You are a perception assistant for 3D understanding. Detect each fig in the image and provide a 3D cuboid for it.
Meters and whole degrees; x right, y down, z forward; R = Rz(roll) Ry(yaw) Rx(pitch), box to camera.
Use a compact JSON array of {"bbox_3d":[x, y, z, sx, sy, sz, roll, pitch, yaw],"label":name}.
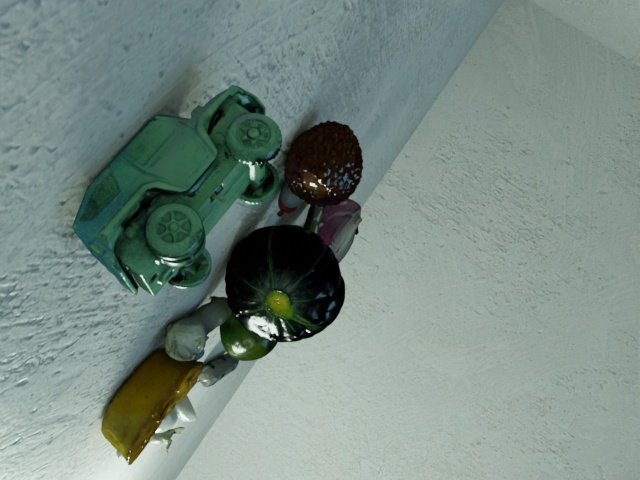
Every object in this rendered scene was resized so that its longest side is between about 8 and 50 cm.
[{"bbox_3d":[-0.218,0.236,1.907,0.195,0.195,0.244,-51,136,-33],"label":"fig"}]

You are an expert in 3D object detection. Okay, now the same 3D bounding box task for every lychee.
[{"bbox_3d":[0.009,-0.176,1.447,0.188,0.188,0.188,-54,173,-10],"label":"lychee"}]

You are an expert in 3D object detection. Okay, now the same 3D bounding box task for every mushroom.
[{"bbox_3d":[-0.288,0.203,1.523,0.096,0.099,0.278,-46,-179,18],"label":"mushroom"}]

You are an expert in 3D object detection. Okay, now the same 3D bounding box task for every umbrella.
[{"bbox_3d":[-0.348,0.443,2.265,0.067,0.073,0.337,-24,177,8],"label":"umbrella"}]

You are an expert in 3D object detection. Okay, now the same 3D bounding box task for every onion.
[{"bbox_3d":[0.000,0.000,2.191,0.348,0.159,0.267,-51,160,-39],"label":"onion"}]

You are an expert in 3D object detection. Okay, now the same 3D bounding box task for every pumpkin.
[{"bbox_3d":[-0.086,0.092,1.587,0.295,0.296,0.296,-54,173,-10],"label":"pumpkin"}]

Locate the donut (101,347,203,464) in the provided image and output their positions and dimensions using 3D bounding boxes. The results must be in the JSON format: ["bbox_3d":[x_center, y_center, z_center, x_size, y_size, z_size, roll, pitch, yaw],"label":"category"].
[{"bbox_3d":[-0.391,0.368,1.494,0.277,0.109,0.277,-55,173,-10],"label":"donut"}]

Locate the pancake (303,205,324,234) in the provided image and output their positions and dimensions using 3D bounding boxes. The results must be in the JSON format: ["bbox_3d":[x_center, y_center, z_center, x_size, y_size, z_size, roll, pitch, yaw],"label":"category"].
[{"bbox_3d":[-0.009,-0.088,1.904,0.294,0.050,0.294,-166,-90,-86],"label":"pancake"}]

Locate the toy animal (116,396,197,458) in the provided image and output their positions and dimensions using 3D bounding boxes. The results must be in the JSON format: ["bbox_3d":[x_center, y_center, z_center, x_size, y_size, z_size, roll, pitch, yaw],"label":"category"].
[{"bbox_3d":[-0.455,0.475,1.725,0.221,0.130,0.104,-25,-164,-21],"label":"toy animal"}]

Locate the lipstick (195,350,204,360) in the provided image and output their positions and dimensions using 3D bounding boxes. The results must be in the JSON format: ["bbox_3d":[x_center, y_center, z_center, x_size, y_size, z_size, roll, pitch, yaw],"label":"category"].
[{"bbox_3d":[-0.353,0.307,1.709,0.048,0.048,0.158,-56,173,7],"label":"lipstick"}]

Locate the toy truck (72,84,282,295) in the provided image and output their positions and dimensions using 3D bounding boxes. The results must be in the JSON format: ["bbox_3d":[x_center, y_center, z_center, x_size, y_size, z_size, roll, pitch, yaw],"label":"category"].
[{"bbox_3d":[-0.167,-0.064,0.814,0.278,0.156,0.155,-54,173,-19],"label":"toy truck"}]

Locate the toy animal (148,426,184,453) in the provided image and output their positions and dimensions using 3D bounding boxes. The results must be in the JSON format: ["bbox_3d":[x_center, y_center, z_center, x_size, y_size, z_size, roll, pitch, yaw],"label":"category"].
[{"bbox_3d":[-0.492,0.602,1.964,0.155,0.095,0.219,-55,173,-41],"label":"toy animal"}]

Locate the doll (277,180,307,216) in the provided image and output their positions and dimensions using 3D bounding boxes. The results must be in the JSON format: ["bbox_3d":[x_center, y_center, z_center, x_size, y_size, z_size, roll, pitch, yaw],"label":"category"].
[{"bbox_3d":[-0.034,-0.160,1.592,0.245,0.076,0.142,-59,172,-4],"label":"doll"}]
